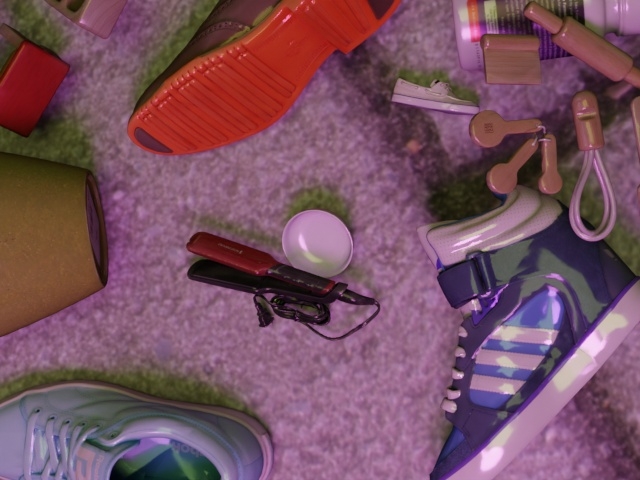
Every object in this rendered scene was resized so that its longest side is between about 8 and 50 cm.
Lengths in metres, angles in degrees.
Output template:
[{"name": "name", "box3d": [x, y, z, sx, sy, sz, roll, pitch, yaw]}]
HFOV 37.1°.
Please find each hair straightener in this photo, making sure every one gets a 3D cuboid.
[{"name": "hair straightener", "box3d": [-0.045, 0.059, 1.092, 0.230, 0.047, 0.089, 14, 126, 9]}]

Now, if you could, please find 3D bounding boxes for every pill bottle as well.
[{"name": "pill bottle", "box3d": [0.238, -0.244, 1.005, 0.193, 0.108, 0.108, -6, 88, 11]}]

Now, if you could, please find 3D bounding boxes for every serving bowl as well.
[{"name": "serving bowl", "box3d": [0.000, 0.000, 1.083, 0.083, 0.027, 0.083, 7, 113, 16]}]

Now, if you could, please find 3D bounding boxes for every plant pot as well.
[{"name": "plant pot", "box3d": [-0.395, 0.006, 1.063, 0.293, 0.275, 0.275, -7, 88, -4]}]

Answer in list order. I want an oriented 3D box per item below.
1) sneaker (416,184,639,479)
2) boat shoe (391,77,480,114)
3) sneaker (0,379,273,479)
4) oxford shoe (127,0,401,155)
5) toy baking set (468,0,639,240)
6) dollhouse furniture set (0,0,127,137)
[{"name": "sneaker", "box3d": [0.167, 0.095, 1.017, 0.236, 0.130, 0.323, 43, 100, 16]}, {"name": "boat shoe", "box3d": [0.130, -0.162, 1.063, 0.100, 0.035, 0.035, 13, 95, 17]}, {"name": "sneaker", "box3d": [-0.244, 0.232, 1.071, 0.366, 0.150, 0.135, -1, 88, 11]}, {"name": "oxford shoe", "box3d": [-0.073, -0.227, 1.078, 0.363, 0.130, 0.133, -32, 51, 15]}, {"name": "toy baking set", "box3d": [0.253, -0.111, 0.946, 0.256, 0.030, 0.197, 24, 82, -14]}, {"name": "dollhouse furniture set", "box3d": [-0.301, -0.306, 1.036, 0.152, 0.201, 0.374, 37, 97, 47]}]
